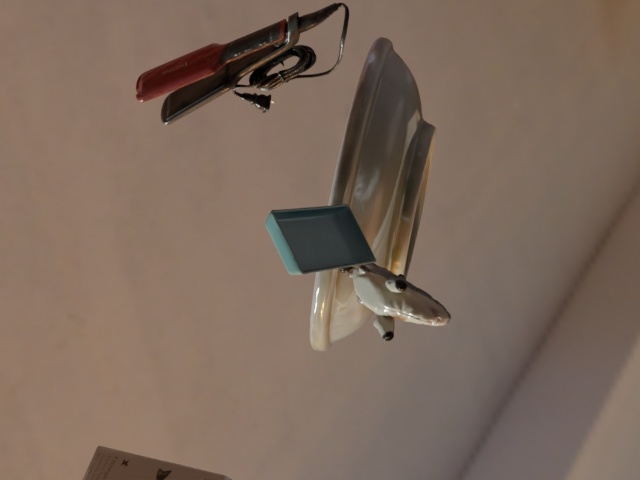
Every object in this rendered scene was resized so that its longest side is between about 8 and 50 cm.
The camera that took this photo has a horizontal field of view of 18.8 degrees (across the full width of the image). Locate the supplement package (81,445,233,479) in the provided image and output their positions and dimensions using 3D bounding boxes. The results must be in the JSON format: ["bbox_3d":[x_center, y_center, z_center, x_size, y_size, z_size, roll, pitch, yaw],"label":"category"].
[{"bbox_3d":[-0.129,0.255,1.664,0.105,0.179,0.105,42,-115,-37],"label":"supplement package"}]

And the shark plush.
[{"bbox_3d":[0.069,0.054,2.093,0.067,0.161,0.073,-9,-67,-35],"label":"shark plush"}]

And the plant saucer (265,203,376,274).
[{"bbox_3d":[0.000,0.000,1.856,0.067,0.018,0.192,64,-158,8],"label":"plant saucer"}]

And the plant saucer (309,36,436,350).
[{"bbox_3d":[0.076,-0.050,2.412,0.400,0.101,0.400,11,-90,-85],"label":"plant saucer"}]

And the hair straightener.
[{"bbox_3d":[-0.065,-0.170,1.893,0.089,0.230,0.047,46,-152,-40],"label":"hair straightener"}]
